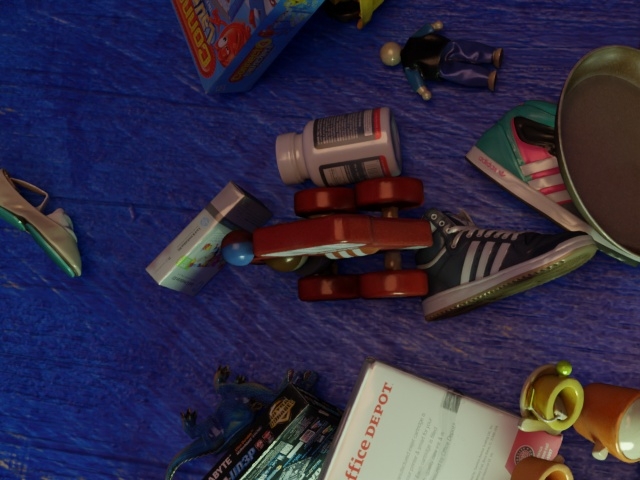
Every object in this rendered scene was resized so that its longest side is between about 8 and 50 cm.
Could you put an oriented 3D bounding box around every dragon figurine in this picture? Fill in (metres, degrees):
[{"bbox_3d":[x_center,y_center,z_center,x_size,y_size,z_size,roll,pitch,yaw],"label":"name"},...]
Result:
[{"bbox_3d":[-0.127,0.284,1.490,0.289,0.085,0.144,-51,48,-6],"label":"dragon figurine"}]

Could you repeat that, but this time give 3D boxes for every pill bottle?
[{"bbox_3d":[0.028,-0.138,1.537,0.180,0.108,0.108,-8,79,12],"label":"pill bottle"}]

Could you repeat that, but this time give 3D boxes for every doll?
[{"bbox_3d":[0.182,-0.277,1.555,0.189,0.046,0.129,13,83,15],"label":"doll"}]

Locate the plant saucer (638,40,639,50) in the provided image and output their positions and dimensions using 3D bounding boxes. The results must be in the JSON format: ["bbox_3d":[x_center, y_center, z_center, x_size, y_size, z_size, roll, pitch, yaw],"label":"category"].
[{"bbox_3d":[0.614,-0.370,1.465,0.259,0.048,0.258,8,83,14],"label":"plant saucer"}]

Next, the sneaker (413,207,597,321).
[{"bbox_3d":[0.245,0.003,1.428,0.282,0.099,0.153,-26,70,36],"label":"sneaker"}]

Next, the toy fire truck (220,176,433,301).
[{"bbox_3d":[0.000,0.000,1.419,0.302,0.254,0.169,-7,83,43],"label":"toy fire truck"}]

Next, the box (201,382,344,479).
[{"bbox_3d":[-0.061,0.321,1.444,0.220,0.175,0.051,-49,54,2],"label":"box"}]

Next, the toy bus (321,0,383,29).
[{"bbox_3d":[0.051,-0.481,1.582,0.211,0.149,0.220,-43,71,-10],"label":"toy bus"}]

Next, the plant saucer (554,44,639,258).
[{"bbox_3d":[0.431,-0.116,1.385,0.310,0.050,0.310,9,72,-28],"label":"plant saucer"}]

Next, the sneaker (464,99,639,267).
[{"bbox_3d":[0.375,-0.107,1.445,0.295,0.124,0.178,38,100,18],"label":"sneaker"}]

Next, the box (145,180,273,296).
[{"bbox_3d":[-0.168,0.000,1.542,0.186,0.145,0.038,-44,72,3],"label":"box"}]

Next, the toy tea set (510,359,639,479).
[{"bbox_3d":[0.341,0.325,1.287,0.124,0.200,0.336,16,98,54],"label":"toy tea set"}]

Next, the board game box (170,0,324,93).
[{"bbox_3d":[-0.131,-0.435,1.544,0.302,0.086,0.308,-40,67,50],"label":"board game box"}]

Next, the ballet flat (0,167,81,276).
[{"bbox_3d":[-0.466,-0.037,1.662,0.248,0.086,0.086,36,90,18],"label":"ballet flat"}]

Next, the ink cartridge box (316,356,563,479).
[{"bbox_3d":[0.158,0.304,1.384,0.283,0.117,0.207,22,87,-2],"label":"ink cartridge box"}]
